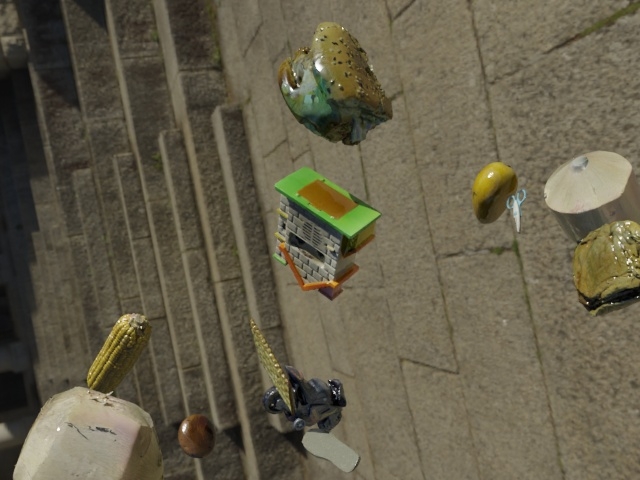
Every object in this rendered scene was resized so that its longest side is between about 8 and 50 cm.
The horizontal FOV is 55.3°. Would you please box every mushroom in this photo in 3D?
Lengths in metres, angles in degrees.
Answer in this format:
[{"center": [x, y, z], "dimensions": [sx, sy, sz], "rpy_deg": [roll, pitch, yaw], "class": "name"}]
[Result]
[{"center": [-0.341, 0.549, 1.717], "dimensions": [0.052, 0.123, 0.123], "rpy_deg": [-40, 59, 39], "class": "mushroom"}]

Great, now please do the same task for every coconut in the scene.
[{"center": [0.735, -0.122, 1.646], "dimensions": [0.244, 0.239, 0.239], "rpy_deg": [52, 174, -26], "class": "coconut"}, {"center": [-0.287, 0.280, 0.793], "dimensions": [0.171, 0.183, 0.171], "rpy_deg": [-158, 90, -76], "class": "coconut"}]

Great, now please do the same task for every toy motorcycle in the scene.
[{"center": [-0.028, 0.469, 1.812], "dimensions": [0.173, 0.307, 0.108], "rpy_deg": [-54, 36, 6], "class": "toy motorcycle"}]

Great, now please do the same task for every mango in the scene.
[{"center": [0.466, -0.125, 1.657], "dimensions": [0.098, 0.137, 0.195], "rpy_deg": [41, 141, 29], "class": "mango"}]

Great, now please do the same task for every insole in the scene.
[{"center": [0.021, 0.445, 1.307], "dimensions": [0.010, 0.063, 0.192], "rpy_deg": [40, 162, -30], "class": "insole"}]

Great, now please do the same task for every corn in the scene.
[{"center": [-0.418, 0.237, 1.271], "dimensions": [0.238, 0.080, 0.080], "rpy_deg": [-54, 44, 31], "class": "corn"}]

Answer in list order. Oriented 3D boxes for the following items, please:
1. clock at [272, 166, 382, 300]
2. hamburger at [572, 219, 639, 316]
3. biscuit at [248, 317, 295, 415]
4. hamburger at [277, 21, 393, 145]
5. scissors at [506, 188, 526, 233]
[{"center": [0.000, 0.000, 1.383], "dimensions": [0.220, 0.106, 0.255], "rpy_deg": [35, 140, 24], "class": "clock"}, {"center": [0.638, 0.062, 1.310], "dimensions": [0.206, 0.130, 0.183], "rpy_deg": [137, 142, -58], "class": "hamburger"}, {"center": [-0.108, 0.288, 1.383], "dimensions": [0.203, 0.016, 0.144], "rpy_deg": [51, 156, 40], "class": "biscuit"}, {"center": [0.016, -0.320, 1.247], "dimensions": [0.168, 0.192, 0.288], "rpy_deg": [-33, 67, 28], "class": "hamburger"}, {"center": [0.452, -0.064, 1.403], "dimensions": [0.058, 0.014, 0.119], "rpy_deg": [-38, 34, 47], "class": "scissors"}]
